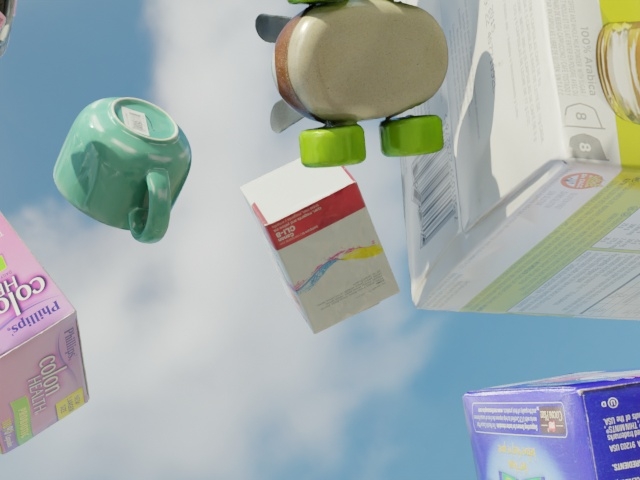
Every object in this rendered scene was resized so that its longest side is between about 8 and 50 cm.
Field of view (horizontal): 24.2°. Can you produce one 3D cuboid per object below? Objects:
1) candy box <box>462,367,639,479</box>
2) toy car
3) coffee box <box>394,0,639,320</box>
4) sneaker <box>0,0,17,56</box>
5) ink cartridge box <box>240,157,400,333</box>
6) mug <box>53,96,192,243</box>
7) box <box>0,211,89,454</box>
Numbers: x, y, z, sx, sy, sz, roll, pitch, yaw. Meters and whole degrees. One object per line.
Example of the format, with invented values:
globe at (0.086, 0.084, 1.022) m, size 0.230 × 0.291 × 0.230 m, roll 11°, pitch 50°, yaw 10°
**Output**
candy box at (0.204, 0.247, 0.990) m, size 0.122 × 0.268 × 0.317 m, roll -7°, pitch -94°, yaw -10°
toy car at (-0.003, -0.143, 1.217) m, size 0.149 × 0.188 × 0.155 m, roll -10°, pitch -82°, yaw -33°
coffee box at (0.275, -0.139, 1.294) m, size 0.334 × 0.338 × 0.337 m, roll 3°, pitch -112°, yaw -15°
sneaker at (-0.343, -0.151, 1.330) m, size 0.112 × 0.131 × 0.319 m, roll 31°, pitch -138°, yaw -30°
ink cartridge box at (0.000, 0.000, 1.872) m, size 0.127 × 0.128 × 0.176 m, roll -27°, pitch -60°, yaw -6°
mug at (-0.188, -0.079, 1.536) m, size 0.129 × 0.158 × 0.097 m, roll -32°, pitch -25°, yaw -58°
box at (-0.368, 0.070, 1.608) m, size 0.117 × 0.243 × 0.213 m, roll -33°, pitch -23°, yaw -22°
